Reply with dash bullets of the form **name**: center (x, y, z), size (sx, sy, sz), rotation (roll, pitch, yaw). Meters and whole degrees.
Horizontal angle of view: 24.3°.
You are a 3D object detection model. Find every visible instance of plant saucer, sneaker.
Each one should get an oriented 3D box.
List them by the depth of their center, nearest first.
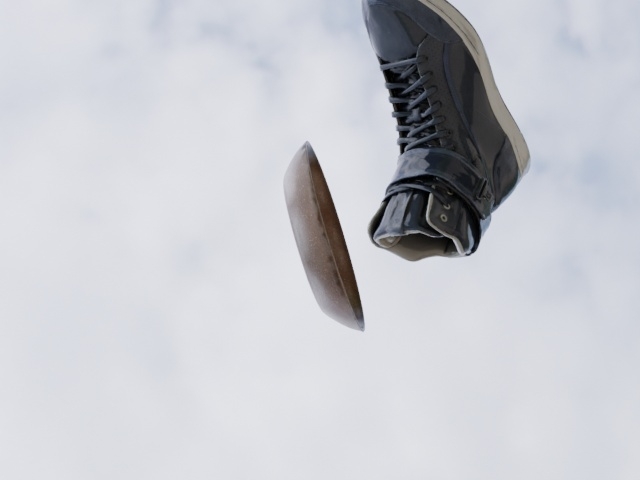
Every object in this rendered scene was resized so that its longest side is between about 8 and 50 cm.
- **sneaker**: center (0.078, -0.088, 1.196), size (0.226, 0.086, 0.163), rotation (55, -129, -24)
- **plant saucer**: center (0.000, 0.000, 1.479), size (0.198, 0.036, 0.198), rotation (-16, -90, -84)
